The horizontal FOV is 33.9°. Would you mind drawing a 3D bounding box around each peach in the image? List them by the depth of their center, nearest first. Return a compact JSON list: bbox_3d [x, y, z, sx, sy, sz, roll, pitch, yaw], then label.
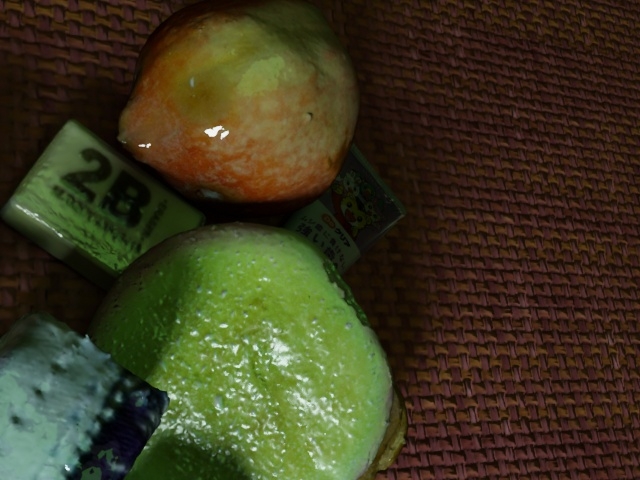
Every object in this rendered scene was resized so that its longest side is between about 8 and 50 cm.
[{"bbox_3d":[-0.089,-0.131,1.045,0.256,0.232,0.232,-28,88,-28],"label":"peach"}]

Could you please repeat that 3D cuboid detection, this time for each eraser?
[{"bbox_3d":[-0.209,-0.024,1.023,0.172,0.058,0.117,37,57,-15],"label":"eraser"}]

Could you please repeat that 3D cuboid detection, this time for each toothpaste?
[{"bbox_3d":[0.000,0.000,1.146,0.114,0.073,0.299,49,46,-7],"label":"toothpaste"}]

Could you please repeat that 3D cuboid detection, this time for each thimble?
[{"bbox_3d":[-0.235,0.170,0.822,0.150,0.237,0.237,37,56,-12],"label":"thimble"}]

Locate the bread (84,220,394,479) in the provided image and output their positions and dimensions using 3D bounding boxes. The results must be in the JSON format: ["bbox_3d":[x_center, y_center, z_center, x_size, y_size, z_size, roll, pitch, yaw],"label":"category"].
[{"bbox_3d":[-0.083,0.131,0.964,0.301,0.045,0.301,0,85,-1],"label":"bread"}]

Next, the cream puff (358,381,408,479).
[{"bbox_3d":[0.015,0.188,1.053,0.144,0.103,0.126,-33,78,-37],"label":"cream puff"}]
